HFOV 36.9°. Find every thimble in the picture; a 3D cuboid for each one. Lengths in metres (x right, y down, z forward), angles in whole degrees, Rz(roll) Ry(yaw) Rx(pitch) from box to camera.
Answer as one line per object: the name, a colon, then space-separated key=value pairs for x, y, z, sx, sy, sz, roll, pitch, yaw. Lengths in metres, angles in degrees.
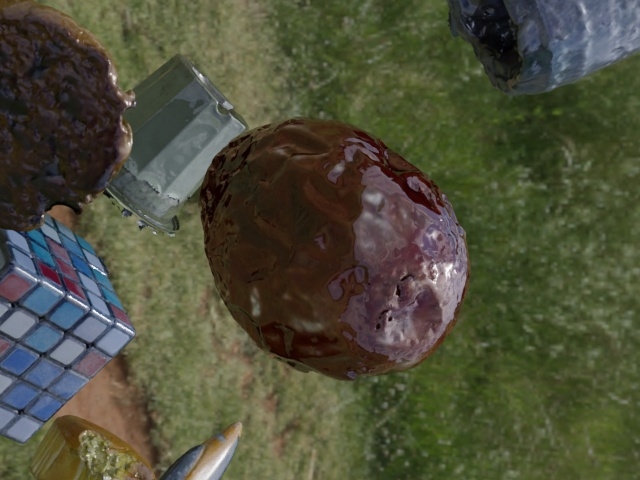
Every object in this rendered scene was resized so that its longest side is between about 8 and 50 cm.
thimble: x=0.239 y=-0.266 z=1.027 sx=0.205 sy=0.172 sz=0.236 roll=64 pitch=-2 yaw=-2

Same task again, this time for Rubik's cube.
Rubik's cube: x=-0.536 y=0.112 z=1.603 sx=0.293 sy=0.292 sz=0.287 roll=-42 pitch=135 yaw=7

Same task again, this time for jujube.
jujube: x=0.000 y=0.000 z=0.782 sx=0.197 sy=0.290 sz=0.197 roll=-13 pitch=119 yaw=-25

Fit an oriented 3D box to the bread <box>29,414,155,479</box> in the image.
bread: x=-0.414 y=0.423 z=1.761 sx=0.179 sy=0.250 sz=0.133 roll=36 pitch=85 yaw=-46

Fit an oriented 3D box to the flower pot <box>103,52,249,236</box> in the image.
flower pot: x=-0.281 y=-0.184 z=1.753 sx=0.290 sy=0.259 sz=0.290 roll=48 pitch=6 yaw=-7

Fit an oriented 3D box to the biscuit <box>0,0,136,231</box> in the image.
biscuit: x=-0.398 y=-0.164 z=1.282 sx=0.334 sy=0.289 sz=0.081 roll=-55 pitch=-162 yaw=29

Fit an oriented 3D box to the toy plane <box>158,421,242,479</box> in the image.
toy plane: x=-0.154 y=0.266 z=0.772 sx=0.316 sy=0.204 sz=0.103 roll=-37 pitch=119 yaw=-45
